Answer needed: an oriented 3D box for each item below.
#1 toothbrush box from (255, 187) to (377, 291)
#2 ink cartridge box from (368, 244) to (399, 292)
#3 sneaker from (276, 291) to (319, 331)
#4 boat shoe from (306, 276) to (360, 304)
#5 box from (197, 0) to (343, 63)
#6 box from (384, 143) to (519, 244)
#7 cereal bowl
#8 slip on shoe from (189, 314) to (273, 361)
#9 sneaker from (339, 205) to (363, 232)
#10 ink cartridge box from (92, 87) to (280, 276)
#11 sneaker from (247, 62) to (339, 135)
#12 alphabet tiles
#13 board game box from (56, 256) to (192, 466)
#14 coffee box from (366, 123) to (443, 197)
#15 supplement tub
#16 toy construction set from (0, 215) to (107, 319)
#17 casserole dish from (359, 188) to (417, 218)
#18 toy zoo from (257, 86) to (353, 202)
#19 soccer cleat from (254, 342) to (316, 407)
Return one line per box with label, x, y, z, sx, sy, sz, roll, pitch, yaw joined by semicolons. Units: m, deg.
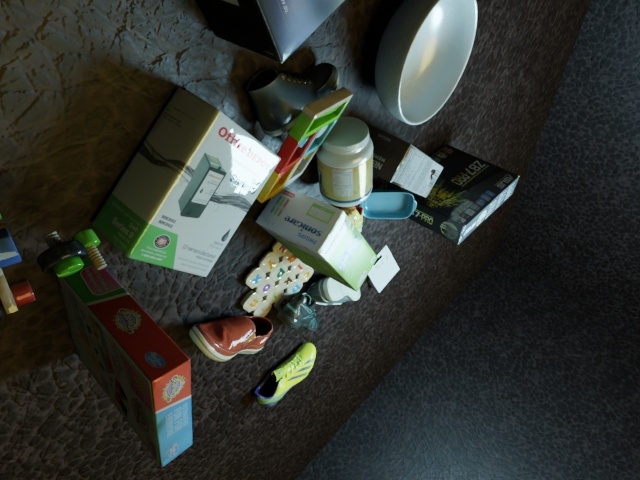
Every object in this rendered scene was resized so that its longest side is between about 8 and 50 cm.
toothbrush box;0.000;0.000;1.166;0.122;0.206;0.283;-59;146;-9
ink cartridge box;0.250;0.117;1.887;0.145;0.045;0.179;-47;132;-14
sneaker;-0.047;0.232;1.452;0.106;0.101;0.267;-55;162;-1
boat shoe;0.054;0.175;1.609;0.099;0.116;0.319;-18;171;23
box;-0.063;-0.485;0.637;0.294;0.183;0.296;-50;151;-13
box;0.467;-0.180;1.602;0.395;0.318;0.097;-35;145;-32
cereal bowl;0.250;-0.482;1.148;0.339;0.141;0.338;-36;146;-30
slip on shoe;-0.230;0.246;1.190;0.101;0.123;0.331;-50;158;7
sneaker;0.070;-0.070;1.378;0.208;0.082;0.094;-13;123;-60
ink cartridge box;-0.236;-0.097;0.831;0.289;0.122;0.211;-57;152;2
sneaker;-0.048;-0.325;0.922;0.222;0.083;0.118;-47;146;-18
alphabet tiles;-0.117;0.102;1.320;0.284;0.021;0.278;-51;150;-9
board game box;-0.342;0.202;0.779;0.064;0.317;0.242;-27;141;-41
coffee box;0.229;-0.234;1.345;0.297;0.168;0.118;7;114;-57
supplement tub;0.063;-0.200;1.151;0.144;0.144;0.199;-40;147;-26
toy construction set;-0.489;-0.003;0.533;0.309;0.237;0.257;-31;177;-9
casserole dish;0.223;-0.125;1.486;0.037;0.189;0.114;-87;177;-45
toy zoo;-0.049;-0.193;0.986;0.293;0.030;0.192;-52;177;38
soccer cleat;-0.123;0.483;1.630;0.289;0.093;0.121;-45;143;-20
